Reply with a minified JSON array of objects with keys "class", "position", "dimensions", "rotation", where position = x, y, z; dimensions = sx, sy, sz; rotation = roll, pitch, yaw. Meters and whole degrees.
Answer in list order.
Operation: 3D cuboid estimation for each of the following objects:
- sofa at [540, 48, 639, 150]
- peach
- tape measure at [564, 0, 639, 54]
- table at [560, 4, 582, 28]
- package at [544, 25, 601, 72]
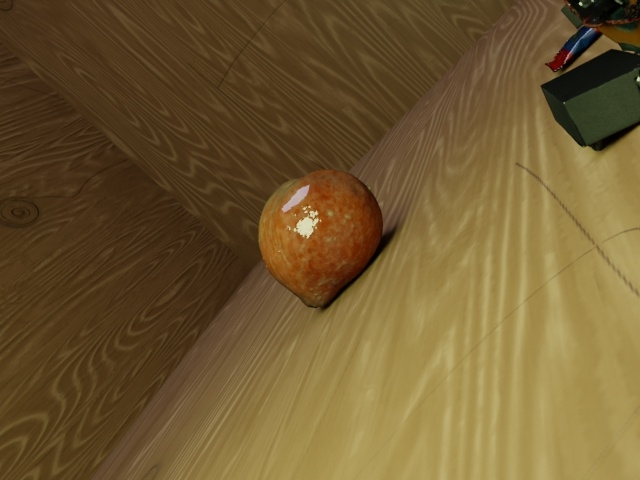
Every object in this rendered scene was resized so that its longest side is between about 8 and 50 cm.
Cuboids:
[{"class":"sofa","position":[0.274,-0.137,0.633],"dimensions":[0.085,0.060,0.147],"rotation":[-27,12,17]},{"class":"peach","position":[0.000,0.000,1.088],"dimensions":[0.232,0.232,0.232],"rotation":[-47,6,6]},{"class":"tape measure","position":[0.290,-0.266,0.599],"dimensions":[0.135,0.202,0.223],"rotation":[-43,-1,9]},{"class":"table","position":[0.445,-0.396,1.026],"dimensions":[0.133,0.043,0.133],"rotation":[-41,-1,-1]},{"class":"package","position":[0.418,-0.326,0.962],"dimensions":[0.200,0.022,0.083],"rotation":[-43,7,21]}]
